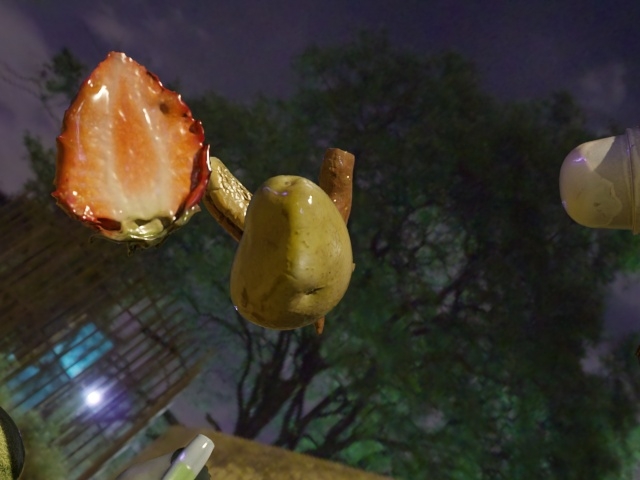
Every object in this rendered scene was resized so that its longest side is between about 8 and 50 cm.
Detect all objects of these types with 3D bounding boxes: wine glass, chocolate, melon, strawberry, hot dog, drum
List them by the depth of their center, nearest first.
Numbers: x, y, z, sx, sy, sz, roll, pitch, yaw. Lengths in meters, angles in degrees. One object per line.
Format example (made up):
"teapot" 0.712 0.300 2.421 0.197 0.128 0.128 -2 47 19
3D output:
"strawberry" -0.182 -0.079 0.813 0.082 0.146 0.187 -11 -92 62
"drum" -0.206 0.307 0.932 0.049 0.253 0.130 17 -22 29
"melon" -0.467 0.256 1.114 0.192 0.139 0.139 40 -20 -23
"wine glass" -0.248 0.353 1.192 0.202 0.093 0.093 -29 -80 24
"chocolate" 0.448 -0.096 1.366 0.147 0.221 0.221 4 -46 17
"hot dog" -0.155 -0.053 1.667 0.242 0.073 0.084 46 -29 1

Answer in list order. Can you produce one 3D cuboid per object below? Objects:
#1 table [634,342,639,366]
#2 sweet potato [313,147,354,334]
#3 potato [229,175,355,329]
"table" 0.691 0.236 1.767 0.083 0.082 0.070 19 -65 5
"sweet potato" 0.000 0.000 1.356 0.067 0.281 0.059 17 -3 -29
"potato" -0.035 0.011 1.027 0.157 0.157 0.194 32 -44 36
